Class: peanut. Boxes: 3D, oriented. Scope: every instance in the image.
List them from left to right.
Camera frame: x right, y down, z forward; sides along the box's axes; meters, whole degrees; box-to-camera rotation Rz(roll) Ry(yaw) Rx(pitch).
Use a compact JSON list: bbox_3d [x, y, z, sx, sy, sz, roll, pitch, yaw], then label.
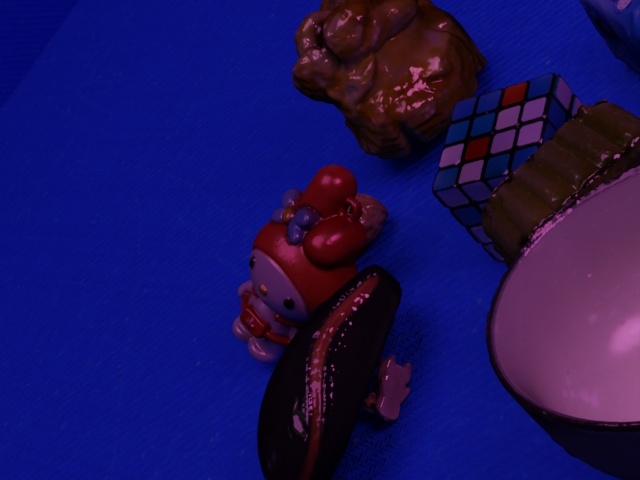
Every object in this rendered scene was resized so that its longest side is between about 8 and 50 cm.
[{"bbox_3d":[0.000,0.000,1.842,0.214,0.099,0.099,-22,39,22],"label":"peanut"}]

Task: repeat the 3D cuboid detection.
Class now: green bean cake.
[{"bbox_3d":[0.298,-0.024,1.426,0.214,0.200,0.113,-42,41,-1],"label":"green bean cake"}]

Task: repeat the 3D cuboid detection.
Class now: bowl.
[{"bbox_3d":[0.346,0.093,1.191,0.354,0.185,0.354,-24,32,16],"label":"bowl"}]

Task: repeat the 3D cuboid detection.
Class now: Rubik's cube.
[{"bbox_3d":[0.250,-0.086,1.586,0.154,0.155,0.151,-15,44,40],"label":"Rubik's cube"}]

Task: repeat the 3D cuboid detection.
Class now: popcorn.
[{"bbox_3d":[0.090,-0.259,1.869,0.225,0.276,0.276,-45,32,10],"label":"popcorn"}]

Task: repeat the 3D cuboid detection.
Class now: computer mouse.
[{"bbox_3d":[0.004,0.164,1.575,0.183,0.116,0.323,120,174,-56],"label":"computer mouse"}]

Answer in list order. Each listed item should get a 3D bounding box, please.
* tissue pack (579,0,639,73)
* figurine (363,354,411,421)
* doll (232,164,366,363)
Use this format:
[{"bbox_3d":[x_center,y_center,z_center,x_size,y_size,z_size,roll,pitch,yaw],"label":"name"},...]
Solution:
[{"bbox_3d":[0.463,-0.277,1.565,0.198,0.146,0.263,-41,32,6],"label":"tissue pack"},{"bbox_3d":[0.078,0.182,1.595,0.050,0.047,0.083,-21,45,57],"label":"figurine"},{"bbox_3d":[-0.022,0.034,1.734,0.161,0.130,0.290,49,123,27],"label":"doll"}]
